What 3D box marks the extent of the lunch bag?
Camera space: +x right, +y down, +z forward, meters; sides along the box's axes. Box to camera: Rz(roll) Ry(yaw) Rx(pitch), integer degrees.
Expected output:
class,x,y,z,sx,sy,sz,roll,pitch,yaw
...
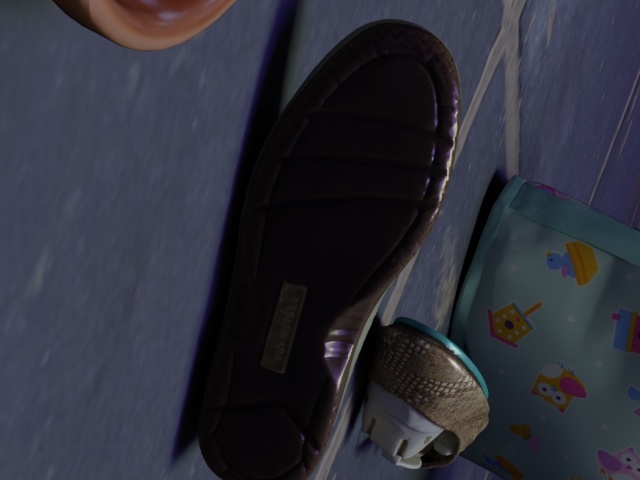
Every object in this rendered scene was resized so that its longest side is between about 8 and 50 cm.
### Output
class,x,y,z,sx,sy,sz,roll,pitch,yaw
lunch bag,0.212,0.079,1.257,0.160,0.223,0.262,-49,157,-34

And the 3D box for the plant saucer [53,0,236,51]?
class,x,y,z,sx,sy,sz,roll,pitch,yaw
plant saucer,-0.027,-0.143,0.404,0.200,0.037,0.200,19,90,-76

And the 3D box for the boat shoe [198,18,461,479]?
class,x,y,z,sx,sy,sz,roll,pitch,yaw
boat shoe,0.000,0.000,0.678,0.072,0.068,0.190,-70,-175,-70

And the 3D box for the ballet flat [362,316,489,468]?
class,x,y,z,sx,sy,sz,roll,pitch,yaw
ballet flat,0.059,0.098,1.023,0.067,0.073,0.206,-55,161,-6
